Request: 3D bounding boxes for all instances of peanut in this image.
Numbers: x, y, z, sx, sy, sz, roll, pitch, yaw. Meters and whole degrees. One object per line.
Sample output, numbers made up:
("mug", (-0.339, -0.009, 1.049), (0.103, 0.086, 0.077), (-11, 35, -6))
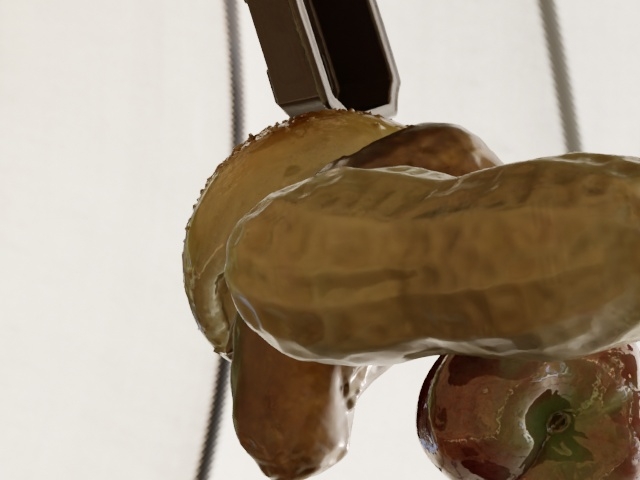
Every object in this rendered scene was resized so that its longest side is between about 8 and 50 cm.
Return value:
("peanut", (0.086, 0.010, 0.835), (0.298, 0.120, 0.136), (-3, -158, 31))

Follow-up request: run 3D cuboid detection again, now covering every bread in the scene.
("bread", (0.000, 0.000, 1.419), (0.305, 0.305, 0.158), (-36, -133, 10))

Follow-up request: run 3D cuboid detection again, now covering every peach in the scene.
("peach", (0.134, 0.117, 0.930), (0.152, 0.152, 0.152), (-34, -157, 16))

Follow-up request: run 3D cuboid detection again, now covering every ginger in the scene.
("ginger", (0.025, 0.041, 1.196), (0.172, 0.165, 0.321), (32, -92, 47))

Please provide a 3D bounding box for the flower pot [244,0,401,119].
("flower pot", (-0.011, -0.231, 1.547), (0.084, 0.250, 0.179), (-16, -175, 31))
